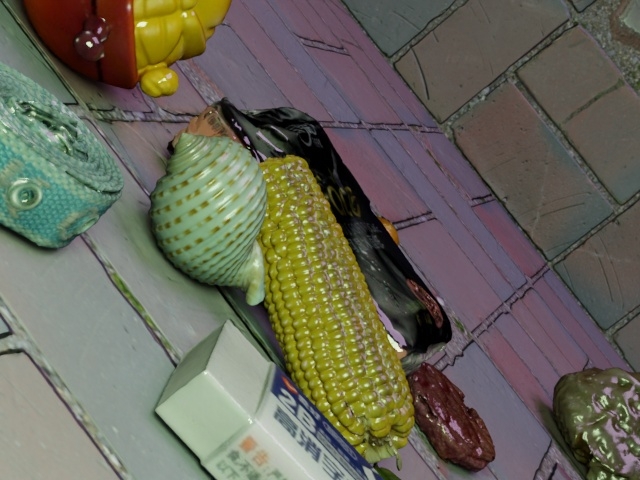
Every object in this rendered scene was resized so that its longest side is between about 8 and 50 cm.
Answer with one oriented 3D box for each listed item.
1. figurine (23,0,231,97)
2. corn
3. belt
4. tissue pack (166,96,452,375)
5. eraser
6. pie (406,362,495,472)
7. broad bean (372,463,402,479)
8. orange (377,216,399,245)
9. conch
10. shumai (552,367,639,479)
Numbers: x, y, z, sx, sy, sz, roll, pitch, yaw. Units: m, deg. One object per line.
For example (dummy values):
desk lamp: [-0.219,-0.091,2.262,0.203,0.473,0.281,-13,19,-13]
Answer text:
figurine: [-0.208,-0.278,1.384,0.323,0.196,0.320,50,-30,43]
corn: [0.002,0.066,1.284,0.101,0.101,0.310,14,52,-68]
belt: [-0.220,-0.069,1.044,0.147,0.082,0.163,49,12,9]
tissue pack: [0.000,0.000,1.476,0.332,0.123,0.245,53,12,11]
eraser: [-0.027,0.168,1.075,0.210,0.068,0.124,48,15,-9]
pie: [0.141,0.199,1.591,0.153,0.038,0.153,44,17,-17]
broad bean: [0.085,0.265,1.223,0.061,0.046,0.195,27,25,-22]
orange: [0.056,0.008,1.716,0.070,0.083,0.083,26,24,-24]
conch: [-0.101,-0.023,1.251,0.135,0.102,0.153,-118,-152,-69]
shumai: [0.537,0.288,2.103,0.346,0.283,0.217,53,12,1]
